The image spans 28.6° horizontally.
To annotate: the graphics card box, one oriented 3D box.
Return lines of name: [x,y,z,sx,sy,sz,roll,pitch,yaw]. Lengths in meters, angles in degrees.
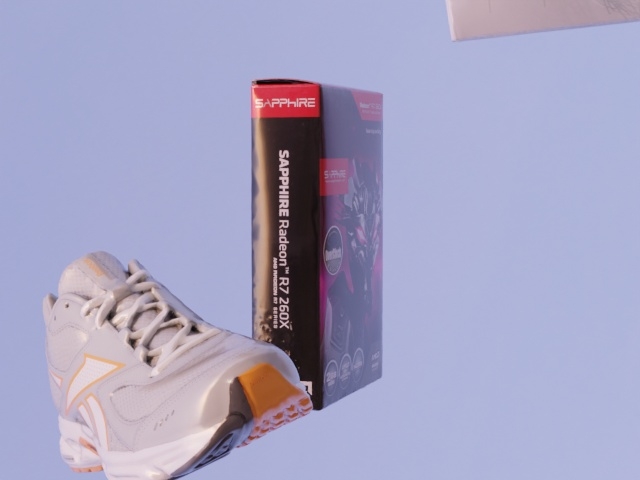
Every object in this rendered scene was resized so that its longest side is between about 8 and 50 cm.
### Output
graphics card box: [0.000,0.000,1.488,0.233,0.094,0.370,-9,-80,-70]

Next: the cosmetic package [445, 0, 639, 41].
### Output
cosmetic package: [0.156,-0.217,0.535,0.138,0.225,0.224,-74,-23,-67]

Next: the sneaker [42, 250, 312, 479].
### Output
sneaker: [-0.100,0.062,0.682,0.099,0.262,0.121,-22,-86,-30]
